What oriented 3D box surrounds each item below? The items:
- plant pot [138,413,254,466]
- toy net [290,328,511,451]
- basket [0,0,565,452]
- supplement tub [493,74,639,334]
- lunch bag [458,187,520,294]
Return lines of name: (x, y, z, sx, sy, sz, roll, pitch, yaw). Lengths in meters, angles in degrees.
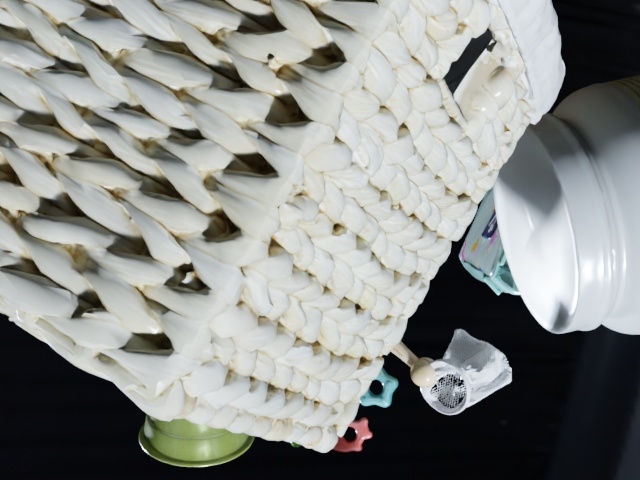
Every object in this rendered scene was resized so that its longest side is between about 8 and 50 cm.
plant pot: (-0.088, 0.105, 1.073, 0.083, 0.083, 0.079, 38, 133, 51)
toy net: (0.066, 0.143, 1.448, 0.232, 0.045, 0.122, -1, 87, 13)
basket: (-0.090, -0.090, 0.760, 0.331, 0.328, 0.266, 30, 88, 17)
supplement tub: (0.347, -0.045, 1.402, 0.235, 0.325, 0.235, 168, 90, -78)
lunch bag: (0.281, -0.028, 1.678, 0.160, 0.262, 0.223, 63, 177, -8)
